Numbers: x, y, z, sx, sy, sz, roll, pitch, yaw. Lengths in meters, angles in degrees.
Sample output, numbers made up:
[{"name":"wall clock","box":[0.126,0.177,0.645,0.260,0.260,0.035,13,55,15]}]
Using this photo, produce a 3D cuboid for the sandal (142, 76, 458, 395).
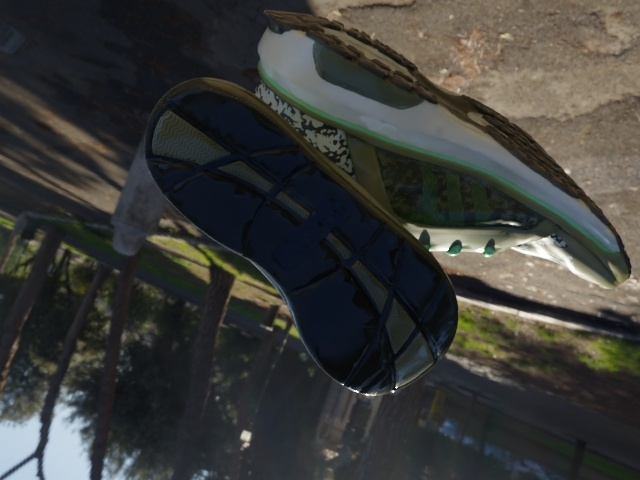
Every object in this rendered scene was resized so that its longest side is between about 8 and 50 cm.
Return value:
[{"name":"sandal","box":[0.000,-0.002,0.461,0.302,0.120,0.086,50,-170,-20]}]

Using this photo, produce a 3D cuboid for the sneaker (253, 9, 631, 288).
[{"name":"sneaker","box":[0.096,-0.042,0.566,0.411,0.182,0.158,28,-152,-13]}]
